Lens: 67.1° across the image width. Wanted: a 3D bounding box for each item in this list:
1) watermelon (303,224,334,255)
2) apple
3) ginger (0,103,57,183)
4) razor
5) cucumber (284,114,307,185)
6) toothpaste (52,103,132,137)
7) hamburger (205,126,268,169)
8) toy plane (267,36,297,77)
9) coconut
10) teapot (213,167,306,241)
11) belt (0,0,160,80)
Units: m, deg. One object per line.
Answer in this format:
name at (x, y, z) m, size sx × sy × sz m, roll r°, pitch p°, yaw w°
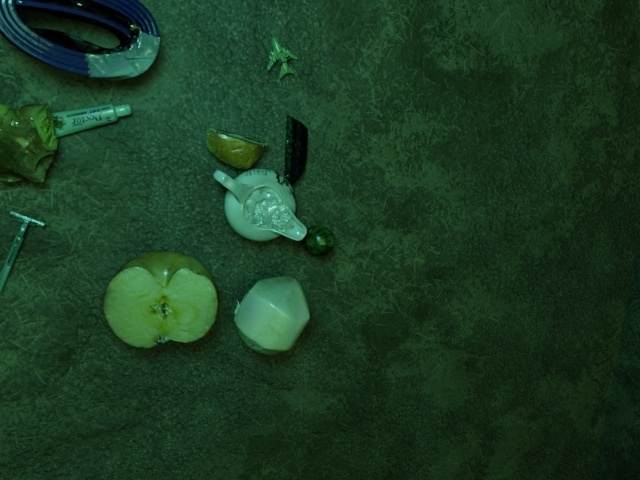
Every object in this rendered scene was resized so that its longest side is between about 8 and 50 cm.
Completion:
watermelon at (-0.003, 0.003, 1.500) m, size 0.108 × 0.109 × 0.109 m, roll -5°, pitch 105°, yaw -20°
apple at (-0.426, 0.149, 1.336) m, size 0.292 × 0.163 × 0.252 m, roll 4°, pitch 113°, yaw -9°
ginger at (-0.763, -0.237, 1.133) m, size 0.269 × 0.123 × 0.219 m, roll 5°, pitch 119°, yaw -3°
razor at (-0.787, 0.036, 1.234) m, size 0.084 × 0.036 × 0.212 m, roll 24°, pitch 94°, yaw -23°
cucumber at (-0.069, -0.258, 1.437) m, size 0.070 × 0.046 × 0.220 m, roll -2°, pitch 104°, yaw -29°
toothpaste at (-0.608, -0.304, 1.219) m, size 0.255 × 0.037 × 0.067 m, roll -16°, pitch 114°, yaw -13°
hamburger at (-0.238, -0.248, 1.347) m, size 0.175 × 0.087 × 0.102 m, roll 10°, pitch 98°, yaw -26°
toy plane at (-0.112, -0.517, 1.354) m, size 0.102 × 0.040 × 0.111 m, roll -33°, pitch 116°, yaw -31°
coconut at (-0.138, 0.211, 1.445) m, size 0.224 × 0.224 × 0.234 m, roll 16°, pitch 99°, yaw -24°
teapot at (-0.183, -0.105, 1.374) m, size 0.299 × 0.166 × 0.208 m, roll 31°, pitch 103°, yaw -35°
belt at (-0.555, -0.490, 1.101) m, size 0.346 × 0.117 × 0.213 m, roll 3°, pitch 106°, yaw -38°
